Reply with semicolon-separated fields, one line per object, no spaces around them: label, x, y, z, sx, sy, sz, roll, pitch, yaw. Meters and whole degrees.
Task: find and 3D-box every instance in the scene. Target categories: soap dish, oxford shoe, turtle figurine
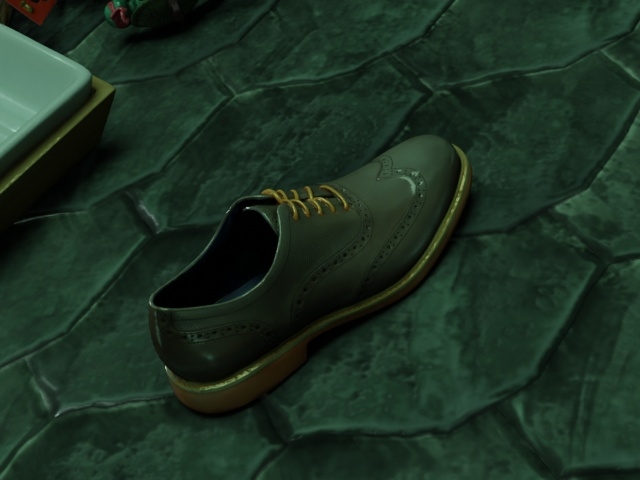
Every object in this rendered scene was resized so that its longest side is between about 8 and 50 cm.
soap dish;-0.399;-0.105;1.439;0.228;0.118;0.291;27;58;24
oxford shoe;0.000;0.000;1.184;0.363;0.133;0.130;-41;45;-23
turtle figurine;-0.195;-0.326;1.637;0.234;0.118;0.175;-21;0;-3

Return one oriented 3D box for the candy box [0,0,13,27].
candy box;-0.580;-0.297;1.769;0.316;0.088;0.183;-12;42;9

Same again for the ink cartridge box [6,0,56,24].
ink cartridge box;-0.431;-0.392;1.687;0.066;0.232;0.189;-54;15;22
